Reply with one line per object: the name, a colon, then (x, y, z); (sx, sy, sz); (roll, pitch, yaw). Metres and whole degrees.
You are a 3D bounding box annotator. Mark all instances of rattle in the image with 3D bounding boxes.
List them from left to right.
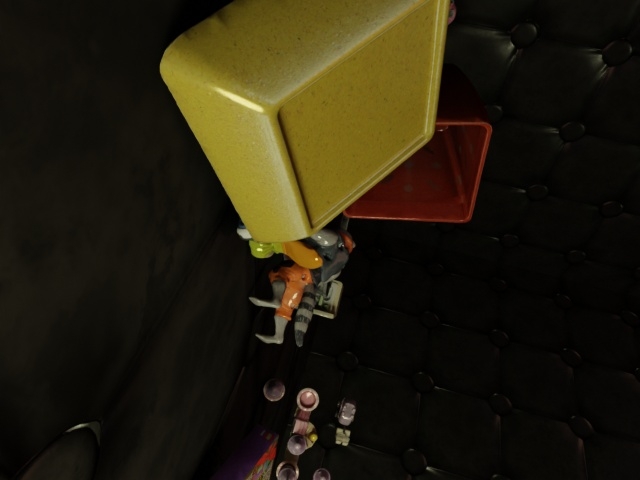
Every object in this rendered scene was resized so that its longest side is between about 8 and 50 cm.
rattle: (-0.043, -0.039, 0.861); (0.200, 0.143, 0.130); (-50, 136, -63)

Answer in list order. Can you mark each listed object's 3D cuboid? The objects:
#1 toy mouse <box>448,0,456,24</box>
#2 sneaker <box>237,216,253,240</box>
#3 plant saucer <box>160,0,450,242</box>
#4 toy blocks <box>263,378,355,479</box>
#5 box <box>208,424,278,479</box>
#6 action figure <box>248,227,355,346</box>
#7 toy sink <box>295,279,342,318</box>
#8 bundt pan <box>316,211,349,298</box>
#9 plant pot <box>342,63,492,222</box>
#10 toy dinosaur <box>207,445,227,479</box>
toy mouse: (0.162, -0.326, 0.573); (0.143, 0.031, 0.161); (-70, 166, -55)
sneaker: (-0.084, -0.081, 0.730); (0.211, 0.080, 0.081); (-70, 150, -45)
plant saucer: (0.033, -0.152, 0.535); (0.333, 0.081, 0.333); (-40, 153, -13)
toy blocks: (-0.052, 0.579, 1.355); (0.260, 0.309, 0.288); (106, 0, -70)
box: (-0.187, 0.525, 0.875); (0.293, 0.057, 0.201); (-33, 139, -60)
action figure: (-0.021, 0.102, 1.084); (0.330, 0.178, 0.341); (-51, 147, -30)
toy sink: (-0.005, 0.196, 1.656); (0.234, 0.153, 0.131); (54, 51, -81)
bundt pan: (0.000, 0.000, 1.373); (0.331, 0.124, 0.331); (13, 90, -84)
plant pot: (0.183, -0.214, 0.937); (0.267, 0.267, 0.236); (78, 18, -54)
toy dinosaur: (-0.213, 0.476, 0.948); (0.082, 0.090, 0.047); (-38, 162, 21)
